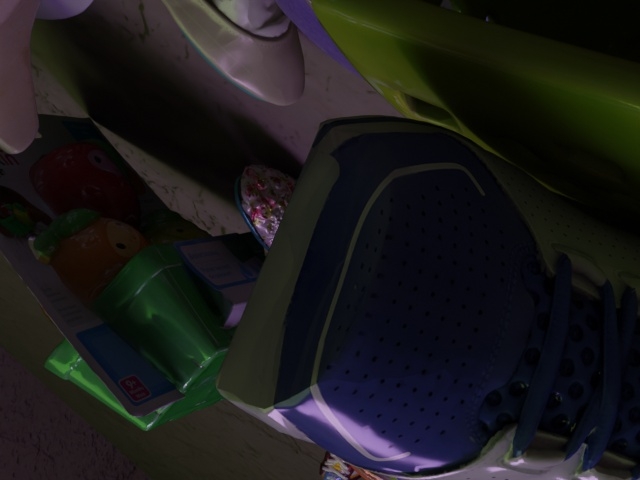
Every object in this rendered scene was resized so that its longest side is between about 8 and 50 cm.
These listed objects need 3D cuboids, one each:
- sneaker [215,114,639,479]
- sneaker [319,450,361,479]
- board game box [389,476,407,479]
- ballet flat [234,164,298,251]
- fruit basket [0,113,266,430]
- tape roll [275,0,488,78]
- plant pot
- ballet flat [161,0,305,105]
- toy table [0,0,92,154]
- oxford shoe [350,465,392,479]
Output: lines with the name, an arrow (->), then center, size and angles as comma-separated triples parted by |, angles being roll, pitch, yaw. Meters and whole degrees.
sneaker -> 0.133, 0.054, 0.456 | 0.182, 0.127, 0.315 | 13, 171, 44
sneaker -> 0.037, 0.312, 1.818 | 0.070, 0.084, 0.185 | 27, 159, 19
board game box -> 0.196, 0.216, 1.102 | 0.233, 0.078, 0.347 | 41, 159, -17
ballet flat -> 0.000, 0.000, 1.209 | 0.077, 0.091, 0.241 | -10, 145, 20
fruit basket -> -0.188, -0.004, 1.187 | 0.353, 0.165, 0.327 | 53, -160, 12
tape roll -> 0.055, -0.165, 0.726 | 0.189, 0.080, 0.189 | 30, 159, 13
plant pot -> 0.166, -0.099, 0.511 | 0.227, 0.228, 0.207 | 22, 164, 29
ballet flat -> -0.083, -0.195, 0.881 | 0.248, 0.086, 0.086 | 43, 158, -20
toy table -> -0.300, -0.211, 1.047 | 0.252, 0.161, 0.274 | 39, 160, -13
oxford shoe -> 0.072, 0.184, 1.425 | 0.364, 0.130, 0.133 | 36, 152, -9
